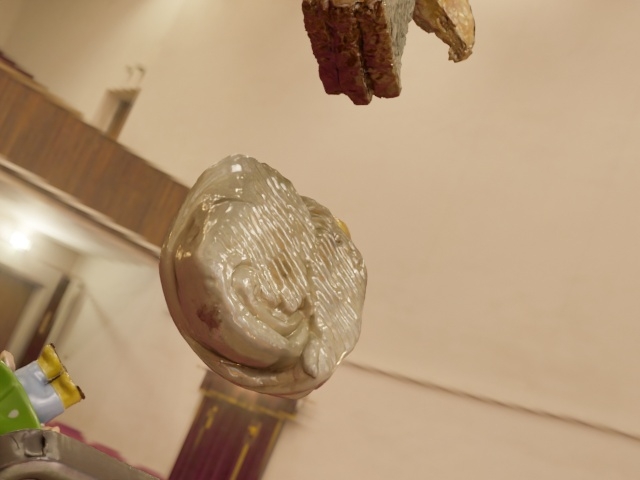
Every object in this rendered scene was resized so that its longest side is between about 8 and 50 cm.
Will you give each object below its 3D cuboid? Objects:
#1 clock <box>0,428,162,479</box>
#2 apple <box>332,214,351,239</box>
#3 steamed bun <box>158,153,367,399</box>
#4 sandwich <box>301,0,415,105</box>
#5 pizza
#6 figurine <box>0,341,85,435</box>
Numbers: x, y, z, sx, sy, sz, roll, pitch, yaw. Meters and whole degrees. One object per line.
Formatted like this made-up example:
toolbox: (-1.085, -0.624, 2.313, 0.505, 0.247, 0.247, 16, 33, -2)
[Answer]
clock: (-0.213, 0.241, 0.828, 0.279, 0.273, 0.049, 41, 21, -47)
apple: (0.000, 0.000, 2.089, 0.114, 0.099, 0.102, 21, -7, 46)
steamed bun: (-0.099, 0.069, 1.624, 0.219, 0.324, 0.310, -29, -55, 32)
sandwich: (0.070, -0.393, 1.675, 0.131, 0.325, 0.262, 4, -22, 12)
pizza: (0.203, -0.469, 2.191, 0.089, 0.323, 0.223, -34, -54, 27)
figurine: (-0.394, 0.220, 1.305, 0.162, 0.263, 0.143, 52, -19, 20)
